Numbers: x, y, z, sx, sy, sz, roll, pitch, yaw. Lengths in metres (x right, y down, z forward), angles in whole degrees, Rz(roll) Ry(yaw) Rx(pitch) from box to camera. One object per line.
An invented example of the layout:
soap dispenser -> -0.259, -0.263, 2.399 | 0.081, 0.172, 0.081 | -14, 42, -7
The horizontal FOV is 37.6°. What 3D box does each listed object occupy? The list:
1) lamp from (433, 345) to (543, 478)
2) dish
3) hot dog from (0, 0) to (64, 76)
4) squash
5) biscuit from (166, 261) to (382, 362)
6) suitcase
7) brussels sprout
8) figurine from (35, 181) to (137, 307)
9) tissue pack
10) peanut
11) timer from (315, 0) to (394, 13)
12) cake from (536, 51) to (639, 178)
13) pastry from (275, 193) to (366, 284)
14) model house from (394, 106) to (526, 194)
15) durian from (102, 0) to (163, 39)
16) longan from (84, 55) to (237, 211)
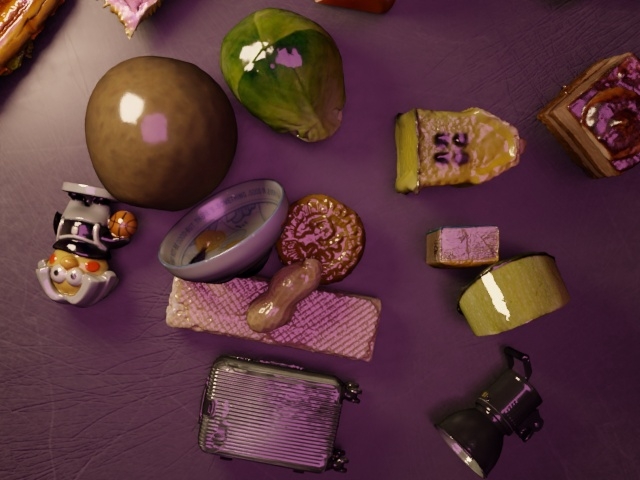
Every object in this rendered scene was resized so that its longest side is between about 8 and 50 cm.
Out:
lamp -> 0.367, 0.357, 1.916 | 0.227, 0.147, 0.172 | -42, 107, -9
dish -> -0.164, 0.012, 1.818 | 0.273, 0.273, 0.134 | -30, 116, -2
hot dog -> -0.628, -0.402, 1.827 | 0.158, 0.117, 0.349 | 31, 82, 23
squash -> 0.387, 0.127, 1.856 | 0.220, 0.220, 0.133 | -25, 67, -2
biscuit -> -0.094, 0.145, 1.898 | 0.425, 0.078, 0.144 | 12, 92, -3
suitcase -> -0.086, 0.346, 1.880 | 0.312, 0.128, 0.202 | 12, 91, -3
brussels sprout -> -0.061, -0.321, 1.829 | 0.219, 0.210, 0.271 | -36, 109, 3
figurine -> -0.455, 0.014, 1.842 | 0.176, 0.133, 0.237 | 12, 87, 12
tissue pack -> 0.280, 0.015, 1.873 | 0.119, 0.169, 0.082 | -2, 87, -4
peanut -> -0.068, 0.105, 1.813 | 0.082, 0.082, 0.187 | 38, 101, -4
timer -> 0.101, -0.580, 1.799 | 0.161, 0.250, 0.258 | 16, 91, -4
cake -> 0.573, -0.247, 1.822 | 0.198, 0.293, 0.196 | -38, 91, 2
pastry -> 0.000, 0.000, 1.886 | 0.188, 0.103, 0.189 | 0, 93, -4
model house -> 0.273, -0.171, 1.857 | 0.234, 0.193, 0.175 | 3, 91, -6
durian -> -0.324, -0.565, 1.850 | 0.191, 0.112, 0.341 | 39, 81, 5
longan -> -0.301, -0.200, 1.778 | 0.297, 0.297, 0.297 | 0, 92, -4
